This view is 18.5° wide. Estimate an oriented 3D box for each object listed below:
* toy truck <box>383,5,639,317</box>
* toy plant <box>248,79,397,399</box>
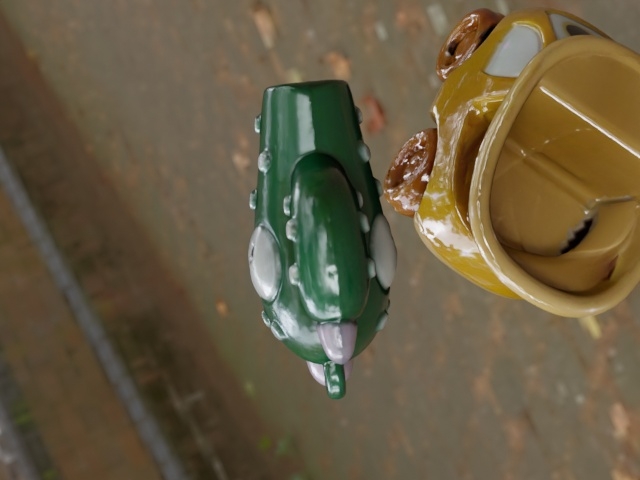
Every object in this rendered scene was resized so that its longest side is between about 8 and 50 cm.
[{"bbox_3d":[0.195,-0.071,1.718,0.204,0.288,0.211,33,164,-19],"label":"toy truck"},{"bbox_3d":[0.000,0.001,1.494,0.232,0.112,0.243,88,175,-66],"label":"toy plant"}]
